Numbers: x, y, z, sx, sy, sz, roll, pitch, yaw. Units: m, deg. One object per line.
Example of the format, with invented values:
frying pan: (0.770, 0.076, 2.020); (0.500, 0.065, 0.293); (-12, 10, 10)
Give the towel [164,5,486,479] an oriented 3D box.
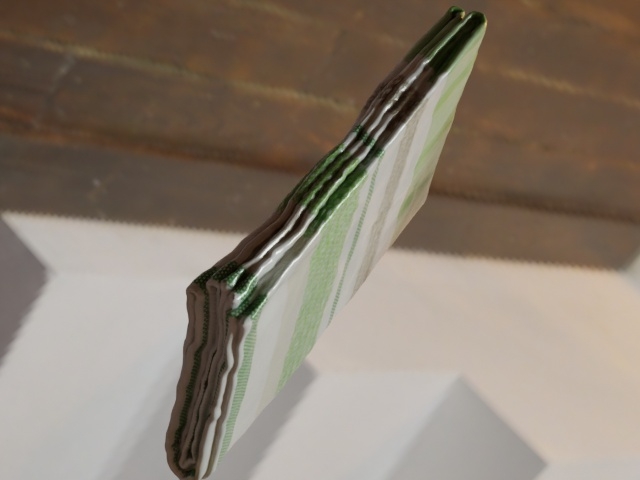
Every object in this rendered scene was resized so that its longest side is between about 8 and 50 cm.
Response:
towel: (0.000, 0.000, 0.612); (0.152, 0.023, 0.113); (-51, 168, -34)
